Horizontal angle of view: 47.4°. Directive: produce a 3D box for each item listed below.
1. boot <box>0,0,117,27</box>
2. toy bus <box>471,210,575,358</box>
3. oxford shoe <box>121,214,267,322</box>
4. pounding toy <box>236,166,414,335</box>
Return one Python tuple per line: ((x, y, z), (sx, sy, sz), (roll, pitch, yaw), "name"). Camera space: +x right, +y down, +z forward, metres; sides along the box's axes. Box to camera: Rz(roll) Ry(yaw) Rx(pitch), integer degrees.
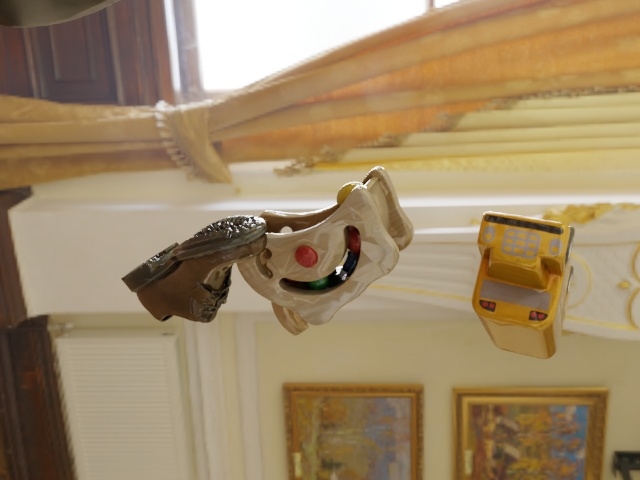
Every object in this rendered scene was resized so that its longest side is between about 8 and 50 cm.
((-0.109, -0.160, 0.209), (0.445, 0.366, 0.146), (121, -26, -86), "boot")
((0.277, 0.068, 0.993), (0.332, 0.108, 0.130), (43, 62, -65), "toy bus")
((-0.124, 0.037, 0.808), (0.083, 0.227, 0.096), (-37, 99, -44), "oxford shoe")
((0.000, 0.000, 0.930), (0.269, 0.154, 0.155), (-42, -176, 34), "pounding toy")
